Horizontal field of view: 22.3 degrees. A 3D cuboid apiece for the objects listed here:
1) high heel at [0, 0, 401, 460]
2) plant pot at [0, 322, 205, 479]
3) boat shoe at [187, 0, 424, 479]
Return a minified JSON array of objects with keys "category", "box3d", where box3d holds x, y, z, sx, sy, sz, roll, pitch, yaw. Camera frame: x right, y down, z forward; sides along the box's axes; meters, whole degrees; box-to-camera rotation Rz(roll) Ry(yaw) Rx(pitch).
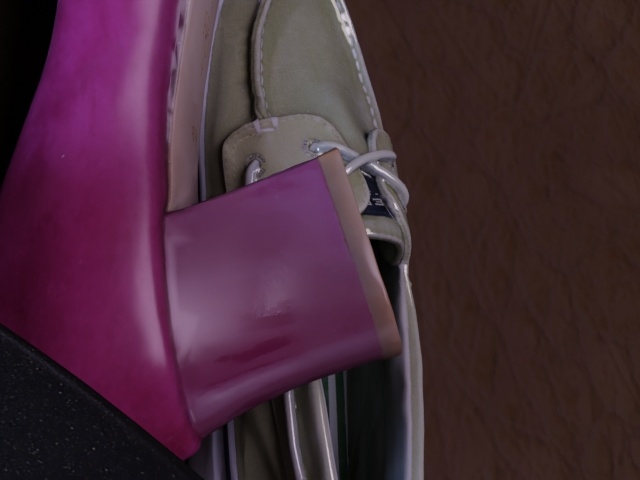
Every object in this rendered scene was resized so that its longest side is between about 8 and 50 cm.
[{"category":"high heel","box3d":[-0.113,-0.091,0.636,0.181,0.127,0.377,-20,66,-3]},{"category":"plant pot","box3d":[-0.166,0.093,0.403,0.188,0.187,0.167,-14,52,-44]},{"category":"boat shoe","box3d":[0.000,0.000,0.699,0.109,0.094,0.302,8,72,-41]}]
